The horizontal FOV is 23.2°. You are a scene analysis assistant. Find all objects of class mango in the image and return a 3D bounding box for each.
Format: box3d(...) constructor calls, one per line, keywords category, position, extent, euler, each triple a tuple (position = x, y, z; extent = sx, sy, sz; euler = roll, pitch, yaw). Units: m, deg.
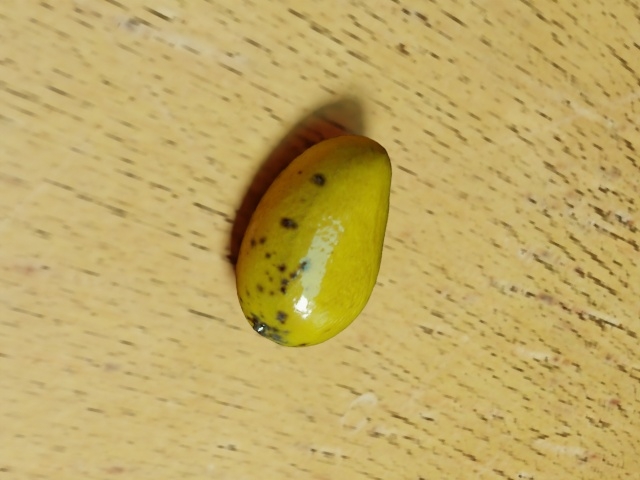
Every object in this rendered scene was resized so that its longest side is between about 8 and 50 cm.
box3d(category="mango", position=(0.000, 0.000, 0.780), extent=(0.079, 0.057, 0.114), euler=(21, 99, -42))
